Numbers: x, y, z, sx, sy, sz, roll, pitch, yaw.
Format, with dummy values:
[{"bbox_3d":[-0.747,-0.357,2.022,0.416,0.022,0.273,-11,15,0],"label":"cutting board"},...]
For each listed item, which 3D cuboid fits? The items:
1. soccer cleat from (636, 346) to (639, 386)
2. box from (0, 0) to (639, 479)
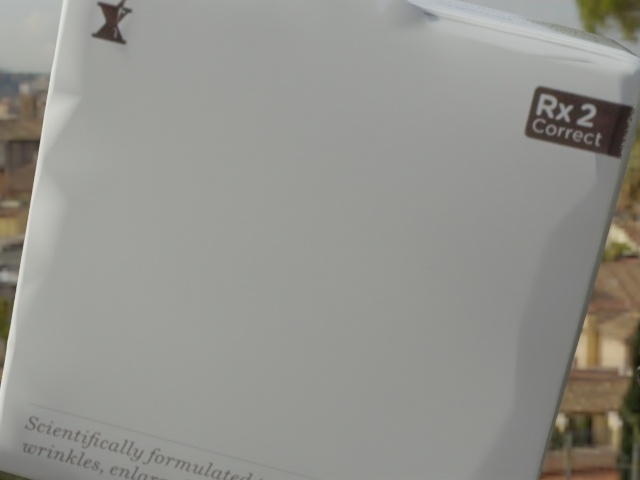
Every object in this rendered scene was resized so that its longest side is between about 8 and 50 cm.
[{"bbox_3d":[0.218,0.088,0.532,0.121,0.289,0.093,-33,45,12],"label":"soccer cleat"},{"bbox_3d":[0.000,0.000,0.459,0.181,0.182,0.119,14,12,6],"label":"box"}]
